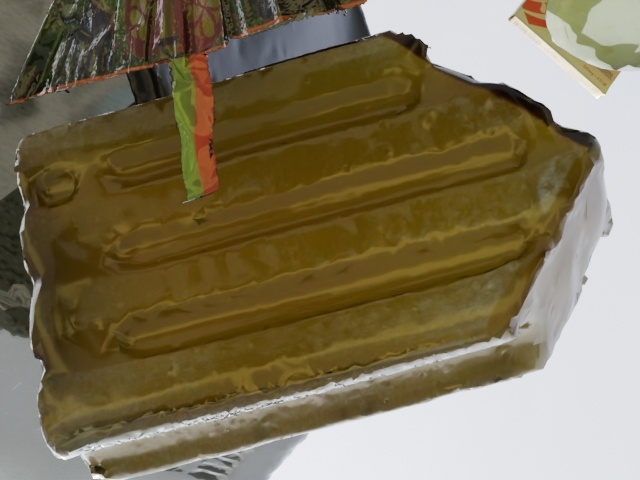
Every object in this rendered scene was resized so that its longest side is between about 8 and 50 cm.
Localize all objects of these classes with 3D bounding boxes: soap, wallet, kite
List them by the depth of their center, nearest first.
[{"bbox_3d":[-0.059,-0.104,0.603,0.241,0.014,0.183,-15,-102,44],"label":"kite"},{"bbox_3d":[0.000,0.000,0.677,0.257,0.080,0.160,-14,-116,7],"label":"soap"},{"bbox_3d":[-0.052,-0.152,1.166,0.051,0.377,0.197,-11,-76,26],"label":"wallet"}]

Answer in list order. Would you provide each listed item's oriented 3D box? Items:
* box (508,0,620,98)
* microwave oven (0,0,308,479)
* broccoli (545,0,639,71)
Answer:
[{"bbox_3d":[0.194,-0.158,1.146,0.093,0.015,0.058,40,-109,-6],"label":"box"},{"bbox_3d":[-0.196,0.008,1.212,0.236,0.374,0.432,-49,-148,34],"label":"microwave oven"},{"bbox_3d":[0.190,-0.230,0.835,0.252,0.221,0.361,38,-127,17],"label":"broccoli"}]
